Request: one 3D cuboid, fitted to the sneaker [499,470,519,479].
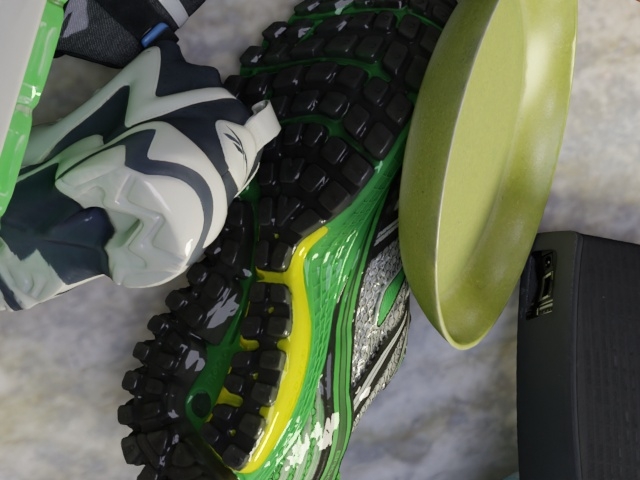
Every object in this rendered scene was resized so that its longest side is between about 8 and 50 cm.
[{"bbox_3d":[0.099,0.221,0.840,0.366,0.135,0.150,7,79,-19],"label":"sneaker"}]

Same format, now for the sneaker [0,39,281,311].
[{"bbox_3d":[-0.123,-0.042,0.707,0.153,0.235,0.094,-45,116,-45],"label":"sneaker"}]

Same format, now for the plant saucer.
[{"bbox_3d":[0.097,-0.057,0.747,0.037,0.241,0.241,15,98,23],"label":"plant saucer"}]

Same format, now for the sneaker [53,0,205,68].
[{"bbox_3d":[-0.162,-0.171,0.697,0.217,0.079,0.121,32,90,-20],"label":"sneaker"}]

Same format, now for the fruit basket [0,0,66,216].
[{"bbox_3d":[-0.277,-0.101,0.505,0.353,0.165,0.327,19,87,-44],"label":"fruit basket"}]

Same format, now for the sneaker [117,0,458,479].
[{"bbox_3d":[0.000,0.000,0.772,0.146,0.134,0.343,27,85,-53],"label":"sneaker"}]

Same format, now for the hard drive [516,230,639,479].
[{"bbox_3d":[0.211,0.119,0.813,0.172,0.054,0.254,10,65,-18],"label":"hard drive"}]
